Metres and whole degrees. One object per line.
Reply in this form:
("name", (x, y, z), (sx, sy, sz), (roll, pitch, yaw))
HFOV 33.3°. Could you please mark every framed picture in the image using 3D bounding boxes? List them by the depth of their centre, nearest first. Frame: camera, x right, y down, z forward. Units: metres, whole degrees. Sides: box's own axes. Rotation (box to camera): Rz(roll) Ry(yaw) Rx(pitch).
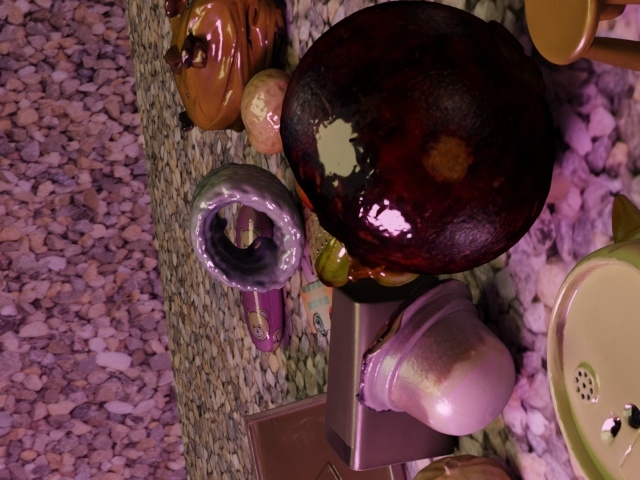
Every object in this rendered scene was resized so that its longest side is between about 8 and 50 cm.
("framed picture", (0.009, 0.433, 1.866), (0.446, 0.028, 0.326), (-26, 71, 54))

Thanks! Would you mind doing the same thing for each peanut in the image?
("peanut", (0.170, 0.352, 1.391), (0.224, 0.129, 0.129), (114, 145, -52))
("peanut", (-0.092, -0.237, 1.968), (0.140, 0.109, 0.159), (-109, 21, -72))

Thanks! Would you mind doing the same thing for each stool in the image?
("stool", (0.256, -0.216, 0.953), (0.134, 0.111, 0.135), (-174, 78, -70))

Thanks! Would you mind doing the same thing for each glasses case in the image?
("glasses case", (-0.128, 0.077, 2.244), (0.123, 0.076, 0.316), (179, 84, -71))

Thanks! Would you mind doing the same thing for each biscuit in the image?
("biscuit", (0.001, 0.000, 1.931), (0.144, 0.016, 0.203), (134, 128, -66))

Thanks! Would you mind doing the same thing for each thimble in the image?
("thimble", (-0.135, -0.019, 2.010), (0.250, 0.205, 0.172), (57, -175, -21))

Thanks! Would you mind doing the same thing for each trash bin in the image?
("trash bin", (0.101, 0.176, 1.488), (0.122, 0.164, 0.240), (-143, 52, -64))

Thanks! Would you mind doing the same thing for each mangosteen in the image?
("mangosteen", (0.080, -0.087, 1.159), (0.359, 0.306, 0.306), (-40, 48, 20))

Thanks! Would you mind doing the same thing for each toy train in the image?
("toy train", (0.028, 0.103, 1.779), (0.188, 0.072, 0.099), (-24, 86, 67))

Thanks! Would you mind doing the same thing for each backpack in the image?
("backpack", (-0.204, -0.386, 2.108), (0.353, 0.201, 0.378), (-115, 28, -52))

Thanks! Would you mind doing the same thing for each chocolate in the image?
("chocolate", (0.159, 0.157, 1.304), (0.147, 0.221, 0.221), (32, 130, 40))

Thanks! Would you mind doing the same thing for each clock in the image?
("clock", (0.305, 0.125, 0.922), (0.348, 0.117, 0.286), (-116, 26, -43))
